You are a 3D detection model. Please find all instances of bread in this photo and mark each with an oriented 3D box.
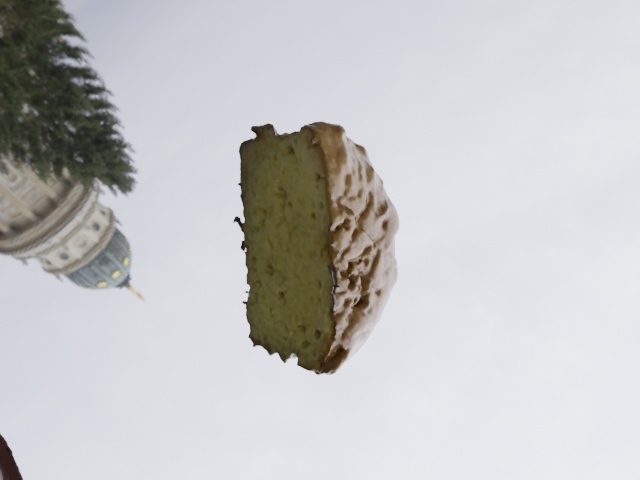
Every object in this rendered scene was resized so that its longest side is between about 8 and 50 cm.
[{"bbox_3d":[0.000,0.000,0.600,0.143,0.228,0.140,6,-168,36],"label":"bread"}]

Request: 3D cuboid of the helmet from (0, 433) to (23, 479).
[{"bbox_3d":[-0.586,0.353,0.748,0.338,0.230,0.384,-31,-126,-1],"label":"helmet"}]
